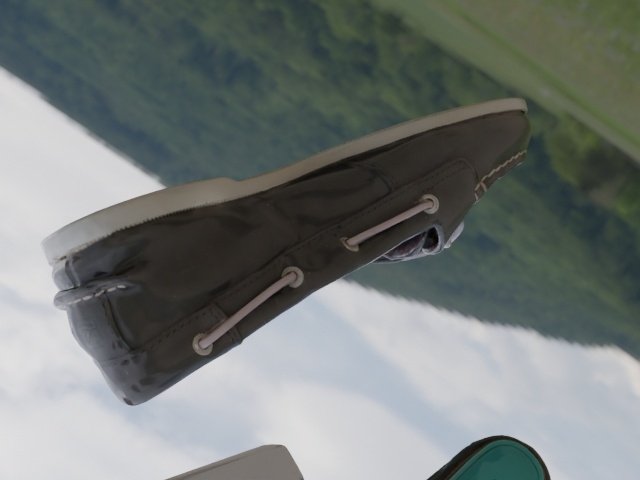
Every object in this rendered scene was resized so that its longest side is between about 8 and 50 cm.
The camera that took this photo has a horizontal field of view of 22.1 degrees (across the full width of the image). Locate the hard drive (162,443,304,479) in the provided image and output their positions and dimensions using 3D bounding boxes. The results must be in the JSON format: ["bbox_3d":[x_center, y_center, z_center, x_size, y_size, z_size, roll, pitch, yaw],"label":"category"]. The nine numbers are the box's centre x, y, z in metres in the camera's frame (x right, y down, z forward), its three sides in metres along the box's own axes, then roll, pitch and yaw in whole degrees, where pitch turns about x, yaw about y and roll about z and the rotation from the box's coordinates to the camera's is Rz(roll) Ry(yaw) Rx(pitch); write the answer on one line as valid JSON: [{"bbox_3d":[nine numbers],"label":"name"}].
[{"bbox_3d":[-0.171,0.240,1.028,0.210,0.319,0.040,-13,-113,-44],"label":"hard drive"}]

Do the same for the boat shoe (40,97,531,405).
[{"bbox_3d":[0.000,0.000,0.895,0.335,0.112,0.095,-19,-91,-40],"label":"boat shoe"}]

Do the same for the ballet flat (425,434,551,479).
[{"bbox_3d":[0.051,0.247,1.173,0.095,0.280,0.096,54,167,13],"label":"ballet flat"}]
